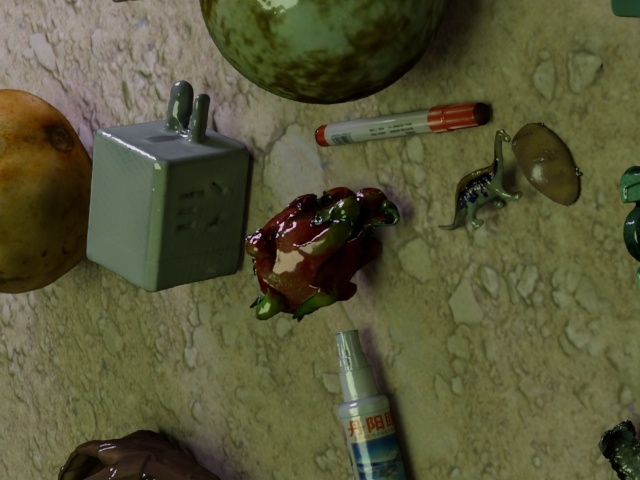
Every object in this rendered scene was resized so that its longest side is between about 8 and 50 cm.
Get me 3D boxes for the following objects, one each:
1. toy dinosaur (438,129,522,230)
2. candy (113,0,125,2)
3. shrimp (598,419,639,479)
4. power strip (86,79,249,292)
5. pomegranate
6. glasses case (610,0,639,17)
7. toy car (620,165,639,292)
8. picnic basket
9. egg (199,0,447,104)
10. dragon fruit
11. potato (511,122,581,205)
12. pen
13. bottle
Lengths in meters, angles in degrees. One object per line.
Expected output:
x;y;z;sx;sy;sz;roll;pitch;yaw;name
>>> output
0.161;-0.042;1.632;0.058;0.037;0.180;47;137;12;toy dinosaur
-0.215;-0.407;1.878;0.116;0.155;0.265;-36;73;43;candy
0.324;0.242;1.522;0.082;0.076;0.174;-35;62;3;shrimp
-0.176;-0.070;1.927;0.139;0.140;0.224;27;119;43;power strip
-0.402;-0.058;2.116;0.260;0.260;0.261;14;109;45;pomegranate
0.330;-0.226;1.405;0.184;0.039;0.078;10;107;46;glasses case
0.348;0.083;1.415;0.141;0.097;0.321;-10;93;49;toy car
-0.252;0.399;1.993;0.337;0.337;0.293;23;116;43;picnic basket
-0.003;-0.252;1.626;0.289;0.238;0.238;-173;75;-68;egg
0.000;0.000;1.754;0.175;0.138;0.142;-37;49;34;dragon fruit
0.211;-0.077;1.575;0.093;0.036;0.037;58;138;22;potato
0.080;-0.119;1.715;0.239;0.028;0.028;-4;96;48;pen
0.051;0.204;1.802;0.060;0.060;0.217;-17;87;48;bottle
